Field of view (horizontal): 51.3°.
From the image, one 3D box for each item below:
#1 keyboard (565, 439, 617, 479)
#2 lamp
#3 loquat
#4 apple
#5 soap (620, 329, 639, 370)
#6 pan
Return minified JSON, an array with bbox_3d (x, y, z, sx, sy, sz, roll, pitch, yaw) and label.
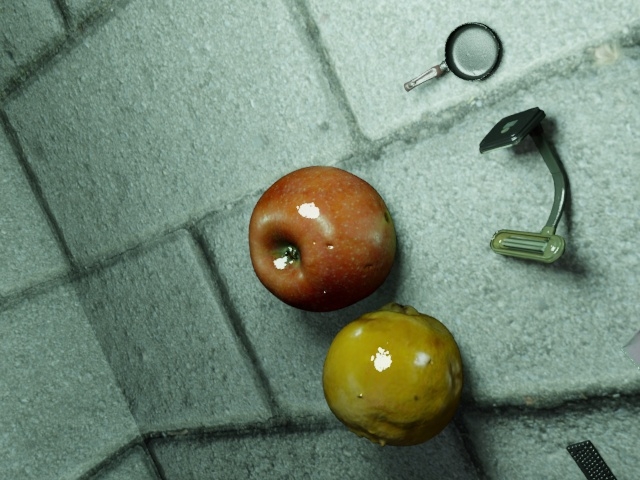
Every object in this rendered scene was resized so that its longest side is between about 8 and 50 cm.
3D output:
[{"bbox_3d":[0.625,0.534,1.469,0.061,0.013,0.204,-37,85,40],"label":"keyboard"},{"bbox_3d":[0.393,-0.107,1.337,0.203,0.124,0.283,-5,109,58],"label":"lamp"},{"bbox_3d":[0.164,0.304,1.513,0.328,0.328,0.328,14,116,31],"label":"loquat"},{"bbox_3d":[0.000,0.000,1.534,0.349,0.277,0.348,13,115,31],"label":"apple"},{"bbox_3d":[0.701,0.236,1.195,0.259,0.081,0.181,55,134,33],"label":"soap"},{"bbox_3d":[0.264,-0.357,1.351,0.212,0.040,0.114,-25,93,32],"label":"pan"}]
